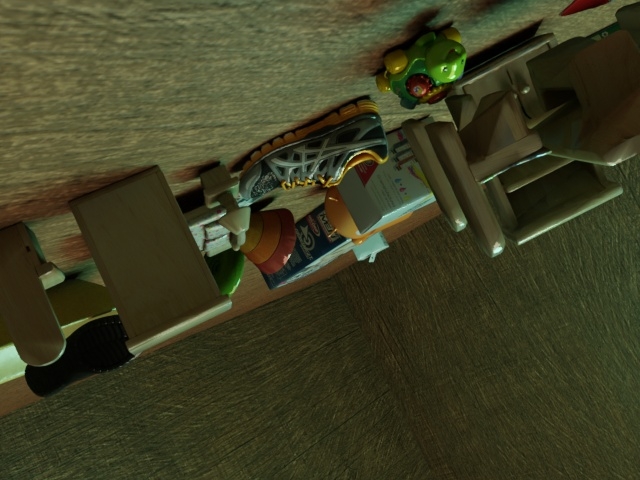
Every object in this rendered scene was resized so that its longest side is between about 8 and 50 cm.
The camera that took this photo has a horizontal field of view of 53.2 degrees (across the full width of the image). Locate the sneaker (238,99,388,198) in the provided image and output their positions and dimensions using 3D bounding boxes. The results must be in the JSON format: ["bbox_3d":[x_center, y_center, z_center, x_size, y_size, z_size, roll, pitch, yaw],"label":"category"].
[{"bbox_3d":[-0.010,-0.102,0.832,0.215,0.083,0.084,-26,175,7],"label":"sneaker"}]

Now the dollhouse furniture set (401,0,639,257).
[{"bbox_3d":[0.312,-0.111,0.772,0.362,0.256,0.394,-28,-167,2],"label":"dollhouse furniture set"}]

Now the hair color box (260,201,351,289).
[{"bbox_3d":[0.000,0.000,1.575,0.174,0.105,0.347,-22,171,-41],"label":"hair color box"}]

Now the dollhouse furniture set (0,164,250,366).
[{"bbox_3d":[-0.222,0.067,0.829,0.303,0.173,0.355,-25,169,-15],"label":"dollhouse furniture set"}]

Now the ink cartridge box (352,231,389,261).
[{"bbox_3d":[0.131,-0.010,1.838,0.090,0.143,0.092,-28,174,13],"label":"ink cartridge box"}]

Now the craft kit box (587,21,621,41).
[{"bbox_3d":[0.500,-0.328,1.217,0.250,0.061,0.246,-26,176,0],"label":"craft kit box"}]

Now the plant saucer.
[{"bbox_3d":[-0.503,0.162,0.966,0.333,0.081,0.333,-32,171,41],"label":"plant saucer"}]

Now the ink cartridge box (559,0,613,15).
[{"bbox_3d":[0.326,-0.302,0.603,0.231,0.078,0.134,-24,173,-25],"label":"ink cartridge box"}]

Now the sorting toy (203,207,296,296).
[{"bbox_3d":[-0.208,0.032,1.170,0.126,0.127,0.366,21,143,-40],"label":"sorting toy"}]

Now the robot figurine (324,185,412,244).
[{"bbox_3d":[0.099,-0.077,1.254,0.219,0.128,0.158,-22,172,-33],"label":"robot figurine"}]

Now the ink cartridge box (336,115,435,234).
[{"bbox_3d":[0.133,-0.112,1.115,0.176,0.128,0.127,-26,173,-18],"label":"ink cartridge box"}]

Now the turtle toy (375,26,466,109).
[{"bbox_3d":[0.122,-0.192,0.719,0.095,0.066,0.130,-26,173,-11],"label":"turtle toy"}]

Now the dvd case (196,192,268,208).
[{"bbox_3d":[-0.121,-0.067,0.967,0.087,0.013,0.119,-30,172,24],"label":"dvd case"}]

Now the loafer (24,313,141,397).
[{"bbox_3d":[-0.343,0.162,0.965,0.220,0.080,0.078,-23,-176,15],"label":"loafer"}]
